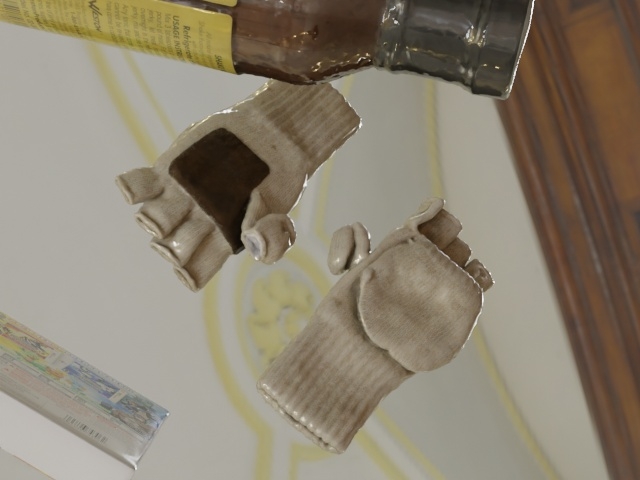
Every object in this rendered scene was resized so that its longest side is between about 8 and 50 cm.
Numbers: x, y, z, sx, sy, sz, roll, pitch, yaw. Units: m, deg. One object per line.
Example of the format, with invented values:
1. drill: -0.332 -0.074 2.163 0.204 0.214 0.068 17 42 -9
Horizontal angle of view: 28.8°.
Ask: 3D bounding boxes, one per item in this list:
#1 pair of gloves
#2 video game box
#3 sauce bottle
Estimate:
1. pair of gloves: 0.000 0.000 0.846 0.204 0.042 0.240 -38 -96 -32
2. video game box: -0.231 0.125 1.012 0.205 0.048 0.187 31 -173 -1
3. sauce bottle: -0.050 -0.151 0.735 0.111 0.344 0.111 15 -90 -84
